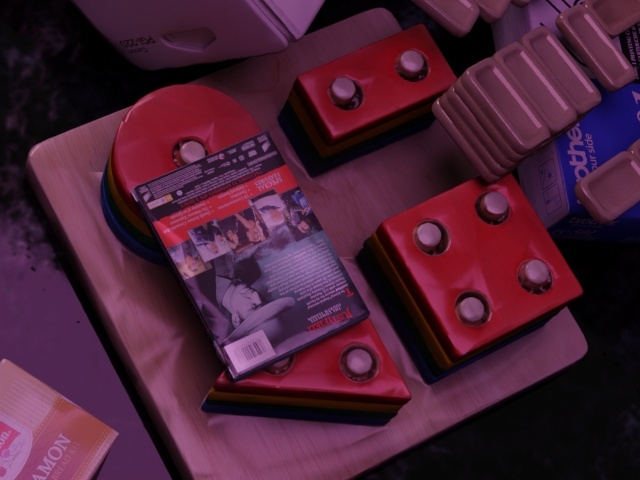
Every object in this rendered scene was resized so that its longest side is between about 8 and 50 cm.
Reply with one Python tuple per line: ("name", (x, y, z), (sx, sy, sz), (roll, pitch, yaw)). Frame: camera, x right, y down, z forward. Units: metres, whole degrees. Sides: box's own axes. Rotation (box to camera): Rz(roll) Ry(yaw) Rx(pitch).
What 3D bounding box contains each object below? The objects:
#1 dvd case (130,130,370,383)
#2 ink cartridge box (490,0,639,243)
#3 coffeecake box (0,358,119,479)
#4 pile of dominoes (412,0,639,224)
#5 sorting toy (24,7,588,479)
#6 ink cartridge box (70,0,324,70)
("dvd case", (-0.038, 0.007, 0.927), (0.087, 0.013, 0.119), (-25, 76, -21))
("ink cartridge box", (0.166, -0.101, 1.089), (0.097, 0.046, 0.207), (3, 68, -29))
("coffeecake box", (-0.173, 0.156, 0.838), (0.068, 0.185, 0.142), (33, 65, 0))
("pile of dominoes", (0.158, -0.118, 1.052), (0.251, 0.040, 0.196), (-32, 81, -44))
("sorting toy", (0.000, 0.000, 0.996), (0.255, 0.089, 0.257), (-25, 77, -21))
("ink cartridge box", (-0.040, -0.214, 1.025), (0.092, 0.158, 0.218), (45, 61, -32))
